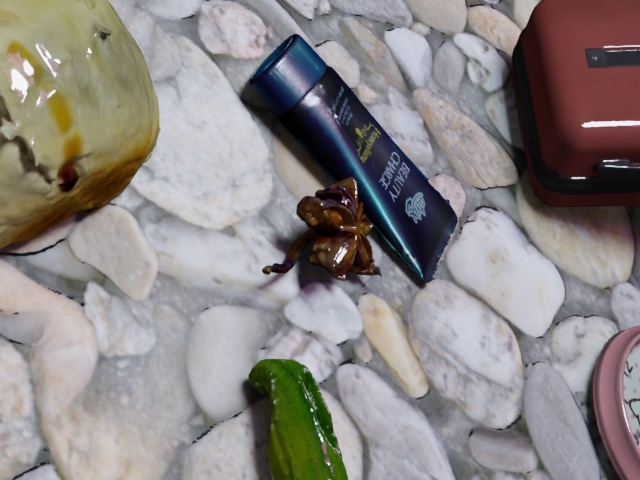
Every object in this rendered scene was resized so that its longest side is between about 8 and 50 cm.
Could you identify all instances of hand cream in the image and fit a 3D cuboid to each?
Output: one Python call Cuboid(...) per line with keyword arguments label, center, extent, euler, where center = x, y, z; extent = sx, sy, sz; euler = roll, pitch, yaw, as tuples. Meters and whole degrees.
Cuboid(label="hand cream", center=(0.039, -0.085, 1.412), extent=(0.270, 0.061, 0.120), euler=(49, 38, -16))

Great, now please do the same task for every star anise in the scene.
Cuboid(label="star anise", center=(0.000, 0.000, 1.299), extent=(0.191, 0.070, 0.097), euler=(-26, 111, -65))

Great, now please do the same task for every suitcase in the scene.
Cuboid(label="suitcase", center=(0.376, -0.160, 1.585), extent=(0.297, 0.161, 0.236), euler=(-2, 60, -7))

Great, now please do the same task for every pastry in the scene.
Cuboid(label="pastry", center=(-0.238, -0.137, 1.120), extent=(0.256, 0.170, 0.236), euler=(-30, 88, -52))

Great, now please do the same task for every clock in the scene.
Cuboid(label="clock", center=(0.387, 0.206, 1.515), extent=(0.244, 0.056, 0.244), euler=(19, 55, -30))

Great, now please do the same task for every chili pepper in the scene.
Cuboid(label="chili pepper", center=(-0.010, 0.196, 1.178), extent=(0.072, 0.073, 0.204), euler=(17, 54, -49))
